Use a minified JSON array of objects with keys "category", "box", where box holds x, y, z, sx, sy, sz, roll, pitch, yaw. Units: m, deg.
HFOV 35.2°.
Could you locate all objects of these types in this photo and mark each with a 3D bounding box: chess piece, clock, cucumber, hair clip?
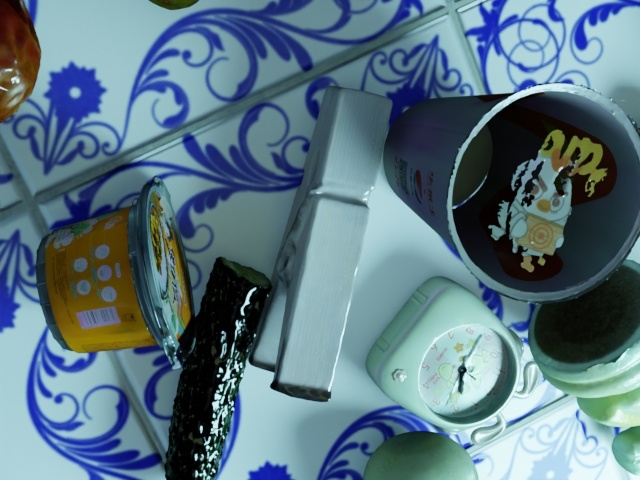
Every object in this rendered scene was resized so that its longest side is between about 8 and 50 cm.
[{"category":"chess piece","box":[0.387,0.170,1.206,0.176,0.176,0.298,-46,121,-1]},{"category":"clock","box":[0.161,0.148,1.174,0.191,0.062,0.151,39,90,-19]},{"category":"chess piece","box":[0.134,0.385,1.171,0.182,0.182,0.330,-11,99,-12]},{"category":"cucumber","box":[-0.123,0.164,1.100,0.072,0.072,0.300,14,99,-17]},{"category":"hair clip","box":[0.005,0.001,1.089,0.085,0.101,0.331,14,96,-13]}]

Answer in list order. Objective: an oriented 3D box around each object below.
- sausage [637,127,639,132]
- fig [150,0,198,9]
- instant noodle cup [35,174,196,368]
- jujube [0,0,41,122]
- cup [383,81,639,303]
[{"category":"sausage","box":[0.459,0.055,1.145,0.094,0.094,0.419,-32,76,33]},{"category":"fig","box":[-0.144,-0.274,1.005,0.074,0.074,0.088,16,67,-17]},{"category":"instant noodle cup","box":[-0.207,0.042,1.013,0.125,0.208,0.178,-12,131,4]},{"category":"jujube","box":[-0.381,-0.156,0.918,0.250,0.174,0.174,-29,107,-4]},{"category":"cup","box":[0.169,-0.069,1.011,0.203,0.288,0.203,-3,102,-14]}]
